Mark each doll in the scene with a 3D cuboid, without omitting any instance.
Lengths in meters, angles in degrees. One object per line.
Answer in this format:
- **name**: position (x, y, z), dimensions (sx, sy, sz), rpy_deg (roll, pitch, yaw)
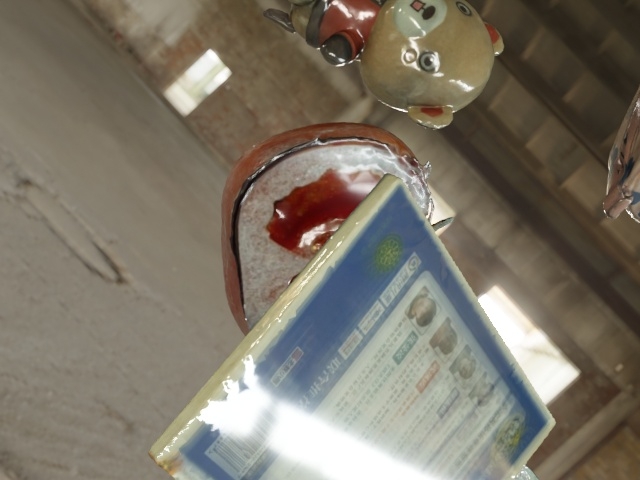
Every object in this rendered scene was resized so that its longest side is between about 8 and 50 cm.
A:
- **doll**: position (0.087, -0.295, 1.509), dimensions (0.330, 0.235, 0.174), rpy_deg (33, -32, 8)

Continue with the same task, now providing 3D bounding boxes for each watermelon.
- **watermelon**: position (0.218, 0.288, 1.283), dimensions (0.085, 0.061, 0.085), rpy_deg (22, -24, 11)

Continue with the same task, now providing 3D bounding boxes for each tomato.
- **tomato**: position (0.000, 0.000, 0.903), dimensions (0.155, 0.180, 0.214), rpy_deg (-132, -139, -66)

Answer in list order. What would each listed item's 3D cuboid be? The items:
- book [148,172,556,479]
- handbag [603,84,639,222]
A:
- **book**: position (0.045, 0.133, 0.740), dimensions (0.018, 0.228, 0.322), rpy_deg (28, -19, 44)
- **handbag**: position (0.414, -0.108, 1.143), dimensions (0.190, 0.252, 0.193), rpy_deg (29, 32, 14)
